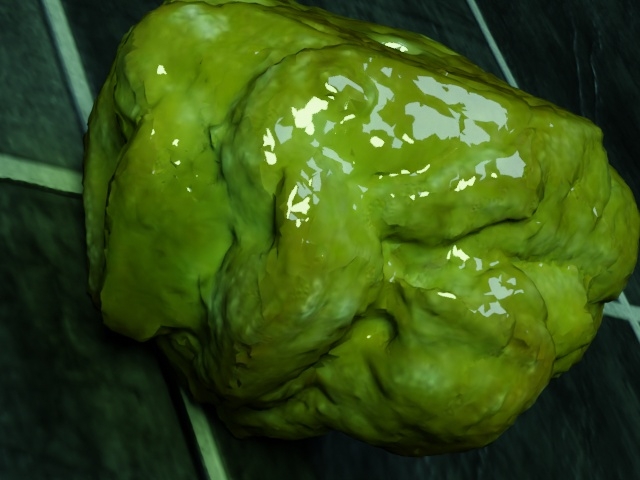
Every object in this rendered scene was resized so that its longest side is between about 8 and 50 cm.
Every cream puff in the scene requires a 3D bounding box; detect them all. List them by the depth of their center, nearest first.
[{"bbox_3d":[0.008,-0.013,0.637,0.244,0.244,0.196,23,71,-42],"label":"cream puff"}]
